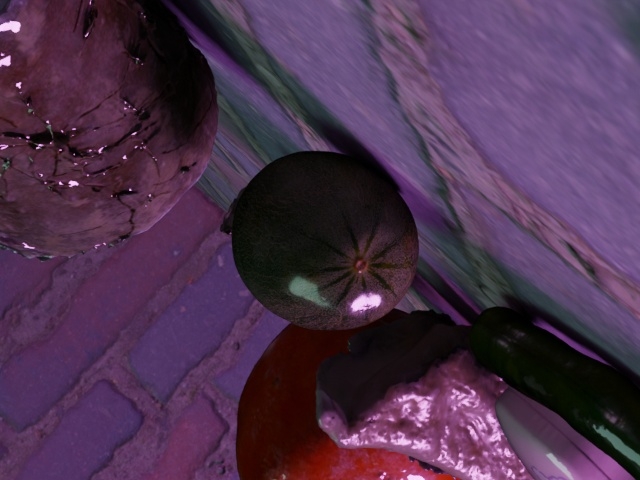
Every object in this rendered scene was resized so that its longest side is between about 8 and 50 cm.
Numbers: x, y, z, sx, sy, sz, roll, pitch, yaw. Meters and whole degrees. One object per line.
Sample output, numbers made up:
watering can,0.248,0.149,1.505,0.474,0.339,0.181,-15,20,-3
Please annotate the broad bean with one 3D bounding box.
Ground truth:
broad bean,0.173,0.115,0.854,0.292,0.049,0.144,43,170,37

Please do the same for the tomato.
tomato,0.026,0.160,1.256,0.232,0.232,0.188,39,-176,43

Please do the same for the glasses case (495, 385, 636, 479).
glasses case,0.231,0.200,1.066,0.297,0.075,0.113,46,177,-37

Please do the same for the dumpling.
dumpling,0.133,0.125,1.155,0.332,0.166,0.086,26,144,-38

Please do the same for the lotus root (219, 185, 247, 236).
lotus root,-0.001,-0.001,1.239,0.143,0.070,0.144,22,172,17

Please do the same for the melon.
melon,0.000,0.000,0.903,0.114,0.114,0.167,44,173,-25

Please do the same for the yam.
yam,-0.213,-0.134,0.923,0.241,0.241,0.348,41,174,21
